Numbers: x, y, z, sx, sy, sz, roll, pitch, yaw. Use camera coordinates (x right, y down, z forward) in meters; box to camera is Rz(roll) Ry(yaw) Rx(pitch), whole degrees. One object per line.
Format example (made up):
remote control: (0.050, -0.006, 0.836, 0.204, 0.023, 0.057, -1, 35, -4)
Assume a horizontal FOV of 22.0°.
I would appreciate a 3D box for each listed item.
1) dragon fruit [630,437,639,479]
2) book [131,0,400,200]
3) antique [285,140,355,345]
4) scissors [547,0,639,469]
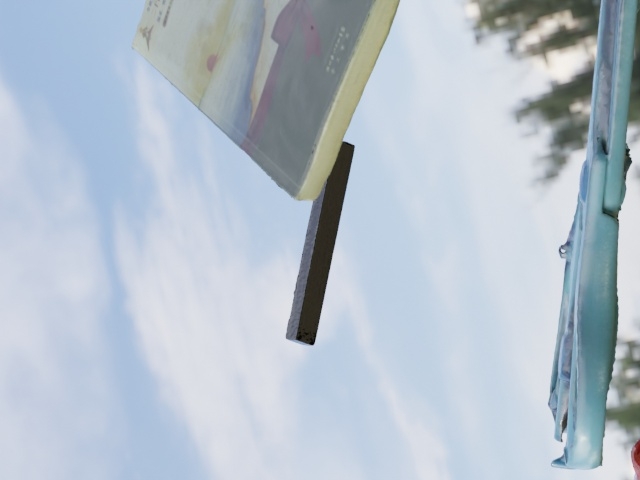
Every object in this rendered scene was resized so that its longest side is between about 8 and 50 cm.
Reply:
dragon fruit: (0.375, 0.193, 1.566, 0.262, 0.134, 0.211, -48, -24, -39)
book: (-0.046, -0.179, 1.264, 0.026, 0.201, 0.289, 6, -156, -38)
antique: (0.000, 0.000, 1.499, 0.031, 0.015, 0.192, 24, -107, -48)
scissors: (0.177, -0.032, 1.038, 0.180, 0.032, 0.392, -82, -5, -70)
